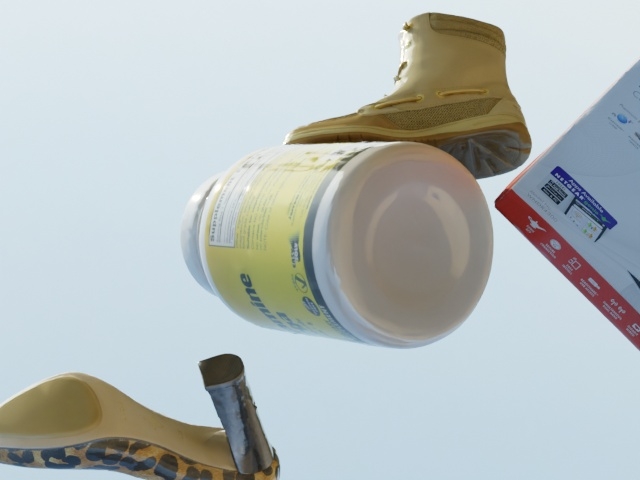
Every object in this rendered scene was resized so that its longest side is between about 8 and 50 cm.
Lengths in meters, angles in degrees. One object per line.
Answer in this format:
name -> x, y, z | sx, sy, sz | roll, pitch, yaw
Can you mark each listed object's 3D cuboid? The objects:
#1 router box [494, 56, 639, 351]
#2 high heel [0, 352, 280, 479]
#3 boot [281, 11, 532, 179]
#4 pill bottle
router box -> 0.334, 0.008, 1.326 | 0.335, 0.301, 0.082 | 45, -116, 4
high heel -> -0.169, 0.199, 1.420 | 0.093, 0.261, 0.186 | -98, -4, -49
boot -> 0.083, -0.151, 1.752 | 0.095, 0.262, 0.203 | 78, -175, -46
pill bottle -> 0.000, 0.000, 1.580 | 0.188, 0.188, 0.334 | 26, 169, -29
